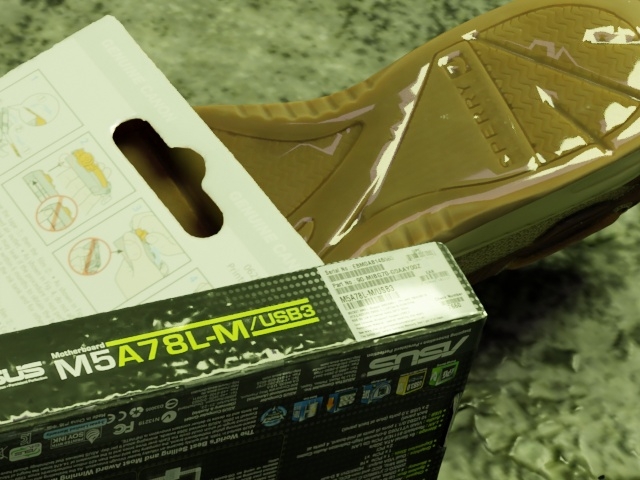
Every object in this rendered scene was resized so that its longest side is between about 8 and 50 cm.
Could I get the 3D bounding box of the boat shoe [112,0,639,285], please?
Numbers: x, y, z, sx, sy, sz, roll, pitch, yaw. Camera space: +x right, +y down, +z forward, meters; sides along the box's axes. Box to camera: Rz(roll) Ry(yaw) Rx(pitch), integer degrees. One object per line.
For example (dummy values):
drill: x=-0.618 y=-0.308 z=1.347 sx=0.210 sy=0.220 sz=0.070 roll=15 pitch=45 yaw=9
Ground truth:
boat shoe: x=0.000 y=0.000 z=0.869 sx=0.342 sy=0.123 sz=0.123 roll=-23 pitch=62 yaw=-4

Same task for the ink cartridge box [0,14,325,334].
ink cartridge box: x=-0.134 y=0.034 z=0.797 sx=0.232 sy=0.066 sz=0.189 roll=-30 pitch=59 yaw=-18

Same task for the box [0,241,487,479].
box: x=-0.046 y=0.093 z=0.714 sx=0.190 sy=0.184 sz=0.045 roll=-12 pitch=52 yaw=-22
